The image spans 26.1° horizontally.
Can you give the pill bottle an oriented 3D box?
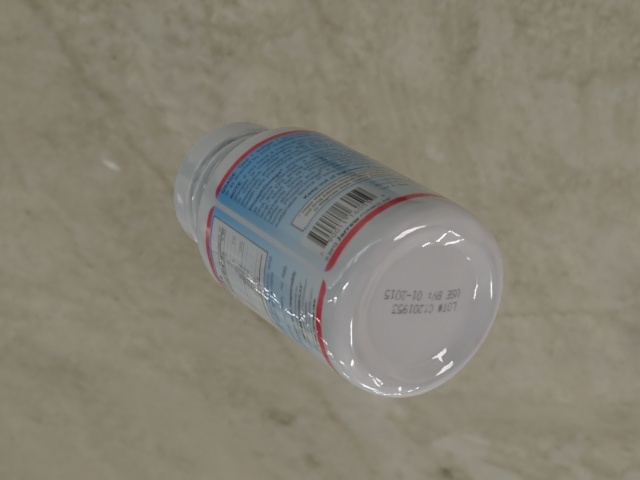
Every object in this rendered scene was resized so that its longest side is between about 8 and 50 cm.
[{"bbox_3d":[0.000,0.000,0.613,0.160,0.087,0.087,33,164,51],"label":"pill bottle"}]
